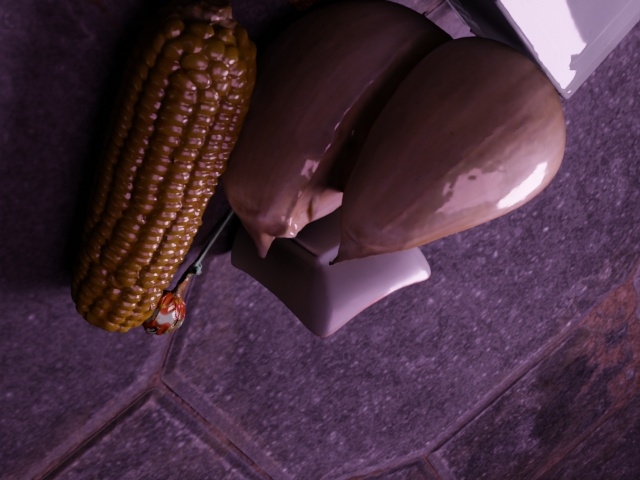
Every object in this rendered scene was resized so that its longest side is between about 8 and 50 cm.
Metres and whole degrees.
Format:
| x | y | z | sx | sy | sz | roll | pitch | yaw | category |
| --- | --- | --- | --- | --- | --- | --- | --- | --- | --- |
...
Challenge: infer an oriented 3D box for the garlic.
| x | y | z | sx | sy | sz | roll | pitch | yaw | category |
| --- | --- | --- | --- | --- | --- | --- | --- | --- | --- |
| 0.072 | -0.108 | 1.011 | 0.313 | 0.286 | 0.249 | -28 | 162 | -36 | garlic |

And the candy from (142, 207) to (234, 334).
| x | y | z | sx | sy | sz | roll | pitch | yaw | category |
| --- | --- | --- | --- | --- | --- | --- | --- | --- | --- |
| -0.139 | 0.029 | 1.145 | 0.185 | 0.049 | 0.055 | -54 | 173 | 5 | candy |

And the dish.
| x | y | z | sx | sy | sz | roll | pitch | yaw | category |
| --- | --- | --- | --- | --- | --- | --- | --- | --- | --- |
| 0.000 | 0.000 | 1.107 | 0.151 | 0.212 | 0.077 | -29 | 125 | -20 | dish |

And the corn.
| x | y | z | sx | sy | sz | roll | pitch | yaw | category |
| --- | --- | --- | --- | --- | --- | --- | --- | --- | --- |
| -0.152 | -0.063 | 0.967 | 0.120 | 0.120 | 0.363 | -7 | 134 | -39 | corn |

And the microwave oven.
| x | y | z | sx | sy | sz | roll | pitch | yaw | category |
| --- | --- | --- | --- | --- | --- | --- | --- | --- | --- |
| 0.252 | -0.336 | 1.015 | 0.295 | 0.181 | 0.237 | -48 | 142 | 7 | microwave oven |

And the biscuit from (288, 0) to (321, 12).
| x | y | z | sx | sy | sz | roll | pitch | yaw | category |
| --- | --- | --- | --- | --- | --- | --- | --- | --- | --- |
| -0.032 | -0.304 | 0.909 | 0.131 | 0.026 | 0.237 | -47 | 143 | 8 | biscuit |
